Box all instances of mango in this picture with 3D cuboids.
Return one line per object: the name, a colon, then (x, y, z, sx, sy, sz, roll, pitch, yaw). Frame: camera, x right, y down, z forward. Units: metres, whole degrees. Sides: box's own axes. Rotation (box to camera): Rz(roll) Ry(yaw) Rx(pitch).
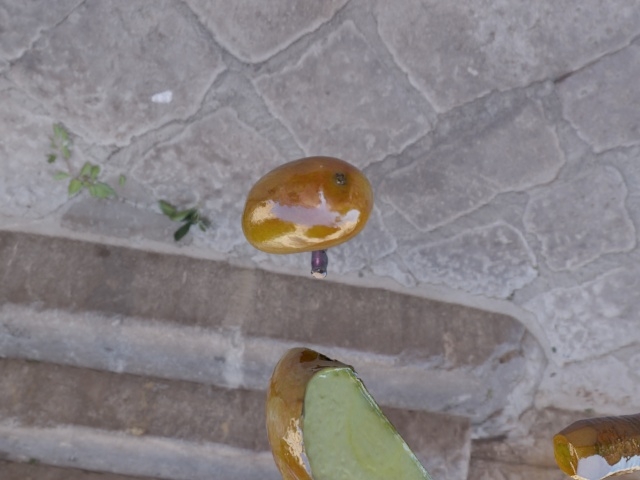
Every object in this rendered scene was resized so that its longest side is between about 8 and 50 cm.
mango: (-0.029, -0.045, 0.913, 0.221, 0.120, 0.151, -15, 144, 29)

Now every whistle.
whistle: (0.000, 0.000, 1.225, 0.033, 0.176, 0.033, 1, 138, 1)

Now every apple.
apple: (0.041, 0.316, 0.903, 0.179, 0.254, 0.346, -36, 101, 7)

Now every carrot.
carrot: (0.594, 0.388, 1.219, 0.302, 0.114, 0.114, -3, 141, -18)
